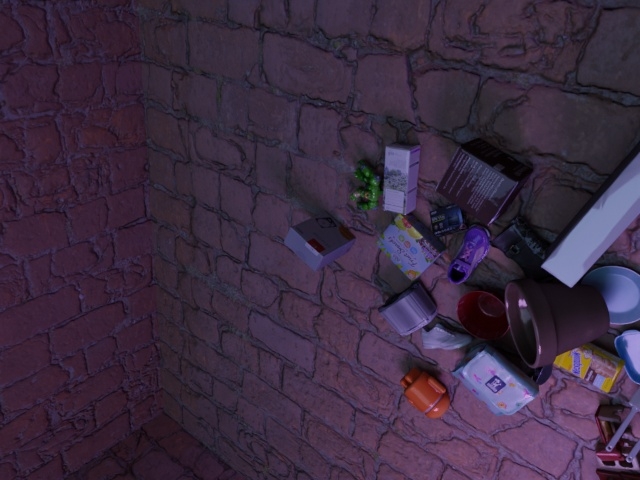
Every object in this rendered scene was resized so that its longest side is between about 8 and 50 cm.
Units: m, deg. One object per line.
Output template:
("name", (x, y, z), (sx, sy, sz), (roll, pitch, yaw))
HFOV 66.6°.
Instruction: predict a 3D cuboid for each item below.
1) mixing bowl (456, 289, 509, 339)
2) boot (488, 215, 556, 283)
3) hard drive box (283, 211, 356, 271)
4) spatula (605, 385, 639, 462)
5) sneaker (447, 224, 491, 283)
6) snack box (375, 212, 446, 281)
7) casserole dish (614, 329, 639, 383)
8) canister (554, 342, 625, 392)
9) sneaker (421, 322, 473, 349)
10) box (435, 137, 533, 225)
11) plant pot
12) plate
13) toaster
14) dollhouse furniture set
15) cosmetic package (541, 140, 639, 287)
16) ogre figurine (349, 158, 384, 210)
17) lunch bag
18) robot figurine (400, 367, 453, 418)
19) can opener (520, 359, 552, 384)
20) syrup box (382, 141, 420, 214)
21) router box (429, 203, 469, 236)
("mixing bowl", (0.573, 0.238, 1.673), (0.181, 0.098, 0.182), (17, 119, 33))
("boot", (0.675, 0.017, 1.502), (0.229, 0.091, 0.263), (53, 134, 8))
("hard drive box", (0.000, 0.000, 1.945), (0.181, 0.232, 0.089), (41, 129, 17))
("spatula", (0.968, 0.564, 1.433), (0.168, 0.242, 0.019), (38, 167, 17))
("sneaker", (0.497, 0.059, 1.655), (0.095, 0.104, 0.236), (33, 125, 26))
("snack box", (0.329, 0.019, 1.796), (0.207, 0.070, 0.174), (48, 131, 14))
("casserole dish", (0.959, 0.344, 1.449), (0.114, 0.037, 0.188), (-23, 94, 42))
("canister", (0.836, 0.378, 1.518), (0.170, 0.073, 0.126), (30, 130, 37))
("sneaker", (0.467, 0.356, 1.832), (0.212, 0.080, 0.094), (-14, 88, 43))
("box", (0.502, -0.185, 1.501), (0.203, 0.168, 0.167), (38, 127, 20))
("plant pot", (0.699, 0.227, 1.431), (0.229, 0.263, 0.263), (-10, 105, 4))
("plate", (0.874, 0.159, 1.447), (0.188, 0.024, 0.188), (16, 118, 33))
("toaster", (0.341, 0.258, 1.854), (0.146, 0.129, 0.227), (52, 130, 4))
("dollhouse furniture set", (0.915, 0.740, 1.543), (0.152, 0.201, 0.374), (-16, 98, 43))
("cosmetic package", (0.728, -0.076, 1.234), (0.097, 0.284, 0.377), (40, 115, 19))
("ogre figurine", (0.177, -0.194, 1.818), (0.118, 0.096, 0.197), (33, 113, 46))
("lunch bag", (0.593, 0.466, 1.656), (0.223, 0.160, 0.262), (44, 164, 14))
("robot figurine", (0.422, 0.614, 1.940), (0.219, 0.128, 0.158), (43, 95, 17))
("can opener", (0.746, 0.359, 1.618), (0.093, 0.074, 0.280), (9, 121, -2))
("syrup box", (0.284, -0.219, 1.713), (0.093, 0.096, 0.237), (15, 117, 32))
("router box", (0.439, -0.071, 1.668), (0.122, 0.038, 0.092), (-20, 70, 42))
